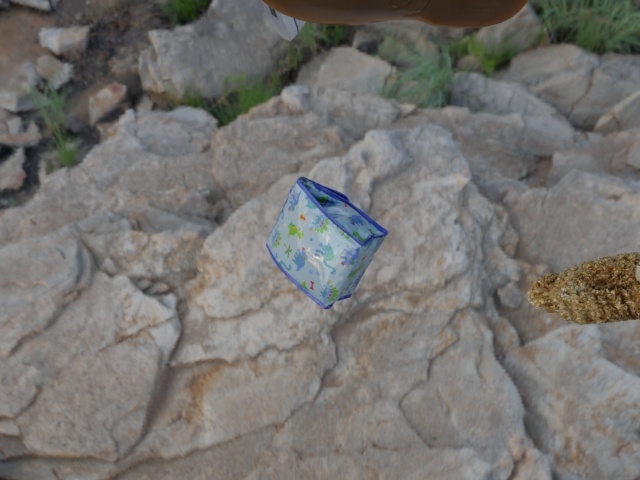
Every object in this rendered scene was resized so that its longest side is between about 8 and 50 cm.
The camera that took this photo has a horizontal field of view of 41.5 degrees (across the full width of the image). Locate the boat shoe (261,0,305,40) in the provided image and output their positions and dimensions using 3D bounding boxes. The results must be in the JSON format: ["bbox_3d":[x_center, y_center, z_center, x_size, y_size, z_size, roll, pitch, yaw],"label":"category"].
[{"bbox_3d":[-0.072,-0.499,1.657,0.095,0.258,0.084,42,80,15],"label":"boat shoe"}]

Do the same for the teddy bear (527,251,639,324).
[{"bbox_3d":[0.462,0.060,1.302,0.245,0.338,0.113,-9,93,-2],"label":"teddy bear"}]

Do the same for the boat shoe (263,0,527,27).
[{"bbox_3d":[0.042,-0.184,0.548,0.207,0.073,0.073,-3,68,-34],"label":"boat shoe"}]

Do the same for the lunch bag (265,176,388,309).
[{"bbox_3d":[0.000,0.000,1.212,0.151,0.128,0.096,38,28,19],"label":"lunch bag"}]
